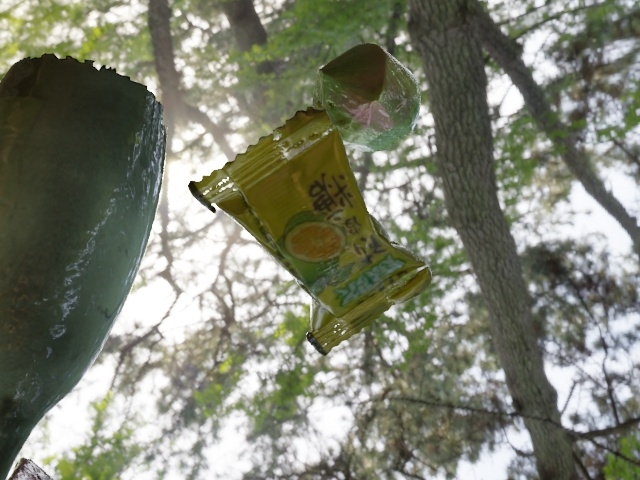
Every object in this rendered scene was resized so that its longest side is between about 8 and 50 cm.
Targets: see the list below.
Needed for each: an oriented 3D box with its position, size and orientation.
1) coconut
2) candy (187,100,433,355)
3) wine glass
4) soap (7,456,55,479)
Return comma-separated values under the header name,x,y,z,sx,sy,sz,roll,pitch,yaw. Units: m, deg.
name,x,y,z,sx,sy,sz,roll,pitch,yaw
coconut,0.088,-0.291,1.591,0.236,0.236,0.205,29,-87,52
candy,0.000,0.000,0.914,0.187,0.297,0.081,-32,-149,12
wine glass,-0.158,0.046,0.273,0.096,0.264,0.310,8,-106,13
soap,-0.356,0.384,0.930,0.099,0.162,0.250,-43,-170,-1
